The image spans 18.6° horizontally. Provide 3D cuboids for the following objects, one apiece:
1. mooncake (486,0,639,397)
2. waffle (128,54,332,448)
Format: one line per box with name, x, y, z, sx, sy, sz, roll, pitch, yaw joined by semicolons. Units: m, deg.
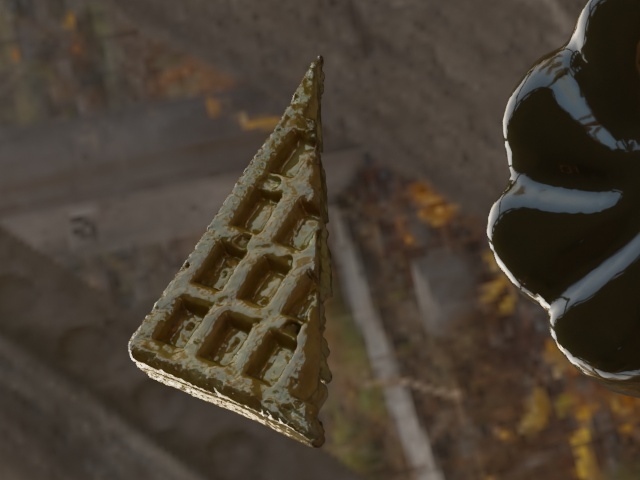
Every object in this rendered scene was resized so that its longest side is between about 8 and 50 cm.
mooncake;0.317;-0.044;1.578;0.378;0.200;0.378;-3;85;32
waffle;0.000;0.000;0.942;0.125;0.191;0.032;19;157;36
